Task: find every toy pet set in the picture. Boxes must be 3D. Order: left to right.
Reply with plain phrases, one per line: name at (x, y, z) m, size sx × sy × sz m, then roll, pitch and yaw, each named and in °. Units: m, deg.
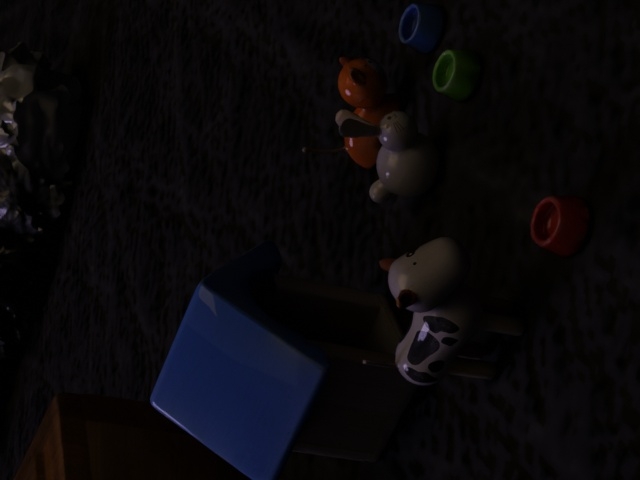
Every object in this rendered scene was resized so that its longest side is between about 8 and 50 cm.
toy pet set at (0.000, 0.000, 0.393) m, size 0.114 × 0.065 × 0.122 m, roll -65°, pitch 28°, yaw 25°

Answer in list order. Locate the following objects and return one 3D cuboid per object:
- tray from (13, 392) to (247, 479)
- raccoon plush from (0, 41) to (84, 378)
tray at (-0.128, 0.268, 0.531) m, size 0.411 × 0.076 × 0.202 m, roll -58°, pitch 32°, yaw 34°
raccoon plush at (-0.343, 0.068, 0.800) m, size 0.216 × 0.299 × 0.446 m, roll 34°, pitch 109°, yaw 63°
